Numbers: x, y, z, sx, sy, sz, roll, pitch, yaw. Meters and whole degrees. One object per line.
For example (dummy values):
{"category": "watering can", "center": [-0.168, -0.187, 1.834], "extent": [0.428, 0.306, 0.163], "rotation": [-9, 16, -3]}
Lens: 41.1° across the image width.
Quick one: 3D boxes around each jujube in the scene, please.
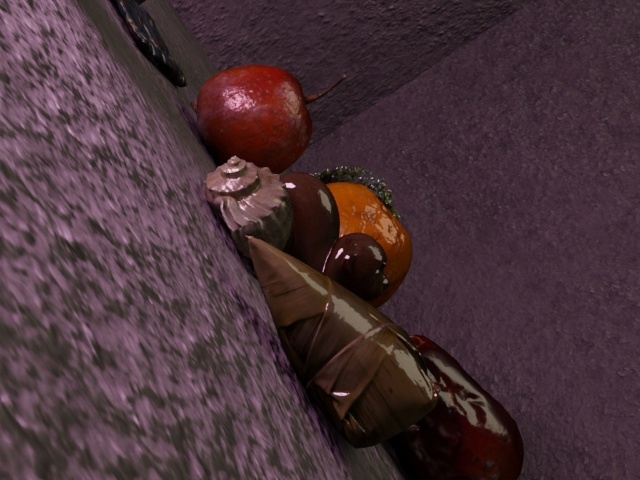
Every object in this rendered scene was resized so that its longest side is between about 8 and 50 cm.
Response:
{"category": "jujube", "center": [0.215, 0.319, 1.501], "extent": [0.318, 0.223, 0.223], "rotation": [53, 3, -4]}

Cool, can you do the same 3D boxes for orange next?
{"category": "orange", "center": [0.043, 0.016, 1.627], "extent": [0.261, 0.261, 0.261], "rotation": [57, 3, -5]}

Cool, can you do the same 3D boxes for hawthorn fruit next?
{"category": "hawthorn fruit", "center": [-0.126, -0.235, 1.662], "extent": [0.231, 0.263, 0.235], "rotation": [32, 43, -27]}

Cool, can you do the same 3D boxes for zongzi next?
{"category": "zongzi", "center": [0.014, 0.114, 1.120], "extent": [0.300, 0.145, 0.274], "rotation": [51, -1, 4]}

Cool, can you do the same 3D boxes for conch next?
{"category": "conch", "center": [-0.104, -0.025, 1.244], "extent": [0.155, 0.130, 0.207], "rotation": [-57, 145, -51]}

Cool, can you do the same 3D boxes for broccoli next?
{"category": "broccoli", "center": [0.077, -0.033, 2.018], "extent": [0.302, 0.249, 0.375], "rotation": [65, -25, 17]}

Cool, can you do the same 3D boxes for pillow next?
{"category": "pillow", "center": [-0.346, -0.414, 1.693], "extent": [0.189, 0.034, 0.255], "rotation": [58, 3, 13]}

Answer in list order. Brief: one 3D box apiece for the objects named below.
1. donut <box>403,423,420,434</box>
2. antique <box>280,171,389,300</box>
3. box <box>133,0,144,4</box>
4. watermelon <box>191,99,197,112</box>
{"category": "donut", "center": [0.084, 0.203, 1.365], "extent": [0.186, 0.144, 0.126], "rotation": [30, -11, -15]}
{"category": "antique", "center": [0.000, 0.000, 1.357], "extent": [0.257, 0.143, 0.121], "rotation": [44, 14, 19]}
{"category": "box", "center": [-0.406, -0.619, 1.788], "extent": [0.226, 0.149, 0.226], "rotation": [56, 4, -5]}
{"category": "watermelon", "center": [-0.236, -0.294, 1.888], "extent": [0.080, 0.101, 0.155], "rotation": [45, -5, -9]}
